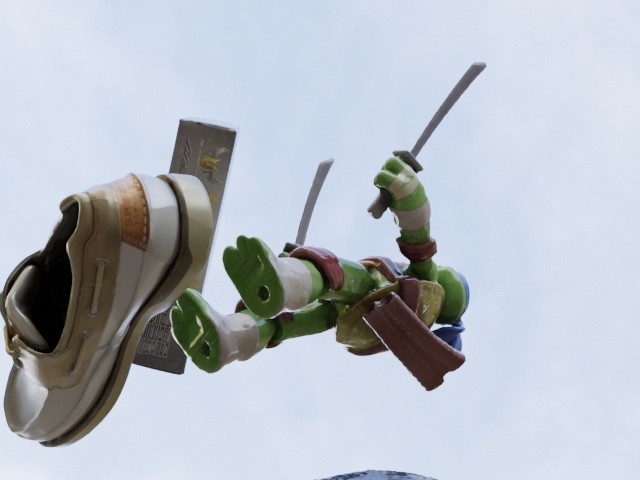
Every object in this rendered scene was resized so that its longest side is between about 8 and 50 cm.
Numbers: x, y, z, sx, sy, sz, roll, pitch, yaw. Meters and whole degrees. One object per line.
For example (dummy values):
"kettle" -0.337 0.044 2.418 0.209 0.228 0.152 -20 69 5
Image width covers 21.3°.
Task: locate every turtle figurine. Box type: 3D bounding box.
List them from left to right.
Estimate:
"turtle figurine" 0.000 0.000 1.427 0.198 0.266 0.274 1 -81 44

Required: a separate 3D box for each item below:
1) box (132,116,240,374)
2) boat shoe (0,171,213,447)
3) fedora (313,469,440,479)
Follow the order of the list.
"box" -0.127 -0.001 1.612 0.056 0.183 0.231 12 -86 -4
"boat shoe" -0.192 0.053 1.288 0.302 0.103 0.113 -55 -135 39
"fedora" 0.046 0.234 1.008 0.334 0.152 0.334 5 -57 7
